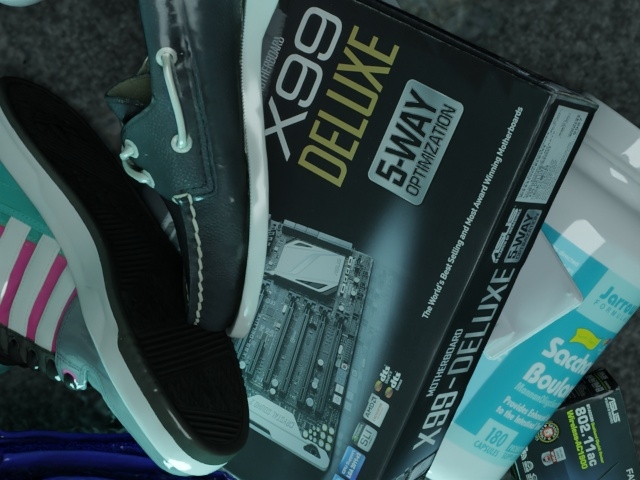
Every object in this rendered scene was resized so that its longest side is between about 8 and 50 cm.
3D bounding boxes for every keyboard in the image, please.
[{"bbox_3d":[0.073,-0.049,0.920,0.072,0.014,0.256,-33,73,11],"label":"keyboard"}]

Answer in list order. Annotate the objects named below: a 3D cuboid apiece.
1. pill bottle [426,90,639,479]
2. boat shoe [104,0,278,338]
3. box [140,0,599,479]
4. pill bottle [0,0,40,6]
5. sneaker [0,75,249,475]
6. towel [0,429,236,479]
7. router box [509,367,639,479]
[{"bbox_3d":[0.133,0.031,0.970,0.146,0.146,0.264,33,101,-17],"label":"pill bottle"},{"bbox_3d":[-0.075,-0.085,0.800,0.091,0.114,0.302,-3,109,-12],"label":"boat shoe"},{"bbox_3d":[0.000,0.000,0.902,0.242,0.076,0.307,31,106,28],"label":"box"},{"bbox_3d":[-0.150,-0.230,0.838,0.272,0.152,0.152,-22,110,-1],"label":"pill bottle"},{"bbox_3d":[-0.178,0.059,0.894,0.178,0.295,0.124,-44,152,21],"label":"sneaker"},{"bbox_3d":[-0.220,0.249,0.962,0.228,0.076,0.308,13,120,-41],"label":"towel"},{"bbox_3d":[0.191,0.169,1.081,0.092,0.038,0.122,-19,110,-3],"label":"router box"}]
